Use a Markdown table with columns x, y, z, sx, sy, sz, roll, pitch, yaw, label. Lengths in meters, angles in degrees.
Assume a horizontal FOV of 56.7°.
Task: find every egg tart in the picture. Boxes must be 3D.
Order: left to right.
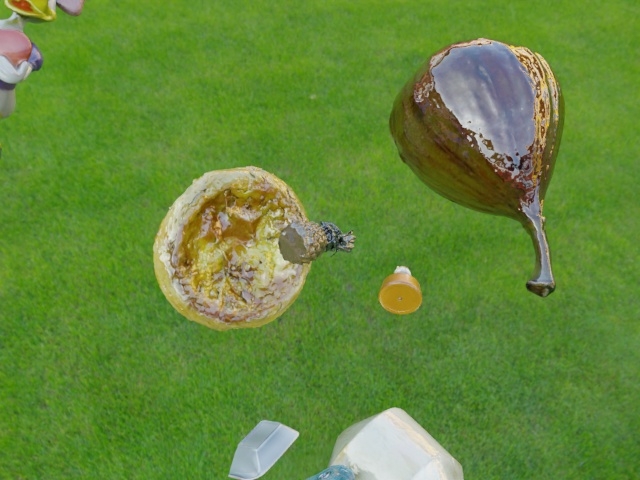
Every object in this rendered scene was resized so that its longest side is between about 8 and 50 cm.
| x | y | z | sx | sy | sz | roll | pitch | yaw | label |
| --- | --- | --- | --- | --- | --- | --- | --- | --- | --- |
| -0.149 | 0.011 | 1.021 | 0.290 | 0.290 | 0.115 | -27 | 18 | -27 | egg tart |

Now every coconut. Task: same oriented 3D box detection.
| x | y | z | sx | sy | sz | roll | pitch | yaw | label |
| --- | --- | --- | --- | --- | --- | --- | --- | --- | --- |
| 0.114 | 0.399 | 0.986 | 0.241 | 0.241 | 0.241 | 3 | 48 | -4 | coconut |

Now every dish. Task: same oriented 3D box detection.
| x | y | z | sx | sy | sz | roll | pitch | yaw | label |
| --- | --- | --- | --- | --- | --- | --- | --- | --- | --- |
| -0.190 | 0.634 | 1.814 | 0.154 | 0.064 | 0.234 | -8 | 22 | 42 | dish |

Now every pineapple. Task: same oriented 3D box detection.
| x | y | z | sx | sy | sz | roll | pitch | yaw | label |
| --- | --- | --- | --- | --- | --- | --- | --- | --- | --- |
| 0.000 | 0.000 | 0.959 | 0.074 | 0.074 | 0.159 | 40 | 25 | 26 | pineapple |

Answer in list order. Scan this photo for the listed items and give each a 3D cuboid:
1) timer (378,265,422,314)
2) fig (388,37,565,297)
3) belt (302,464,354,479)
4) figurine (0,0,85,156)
| x | y | z | sx | sy | sz | roll | pitch | yaw | label |
| --- | --- | --- | --- | --- | --- | --- | --- | --- | --- |
| 0.252 | 0.133 | 1.842 | 0.132 | 0.132 | 0.152 | 12 | 37 | 3 | timer |
| 0.220 | -0.083 | 0.730 | 0.216 | 0.217 | 0.321 | -13 | 73 | -18 | fig |
| -0.067 | 0.421 | 0.890 | 0.302 | 0.072 | 0.087 | -25 | 85 | 18 | belt |
| -0.543 | -0.318 | 1.023 | 0.154 | 0.193 | 0.421 | 24 | 86 | -14 | figurine |
